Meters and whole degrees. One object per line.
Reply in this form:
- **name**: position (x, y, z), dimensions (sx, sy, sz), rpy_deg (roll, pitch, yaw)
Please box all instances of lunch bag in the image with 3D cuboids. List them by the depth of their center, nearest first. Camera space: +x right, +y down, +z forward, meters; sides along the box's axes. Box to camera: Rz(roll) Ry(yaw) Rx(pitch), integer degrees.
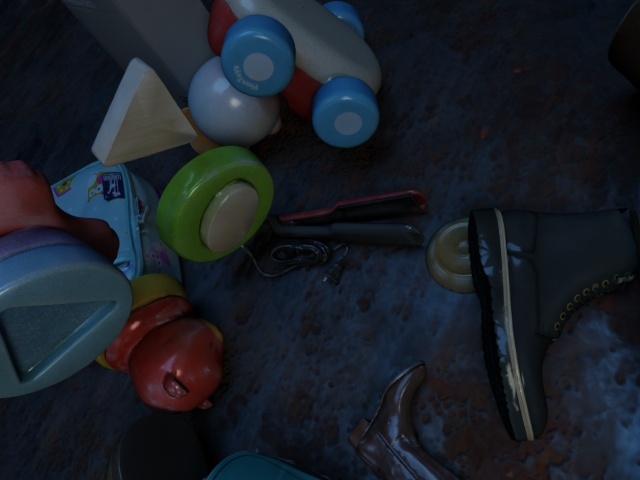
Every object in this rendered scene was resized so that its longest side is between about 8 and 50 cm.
- **lunch bag**: position (-0.313, 0.038, 0.656), dimensions (0.279, 0.108, 0.224), rpy_deg (-25, 57, 11)

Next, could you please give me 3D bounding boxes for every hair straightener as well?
- **hair straightener**: position (0.000, 0.000, 0.567), dimensions (0.230, 0.047, 0.089), rpy_deg (-3, 64, 24)

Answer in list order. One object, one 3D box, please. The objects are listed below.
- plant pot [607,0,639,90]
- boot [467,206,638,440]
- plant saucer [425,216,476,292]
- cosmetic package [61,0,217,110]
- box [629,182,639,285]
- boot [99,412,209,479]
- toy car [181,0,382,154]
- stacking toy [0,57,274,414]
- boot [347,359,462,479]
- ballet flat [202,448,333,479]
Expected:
- **plant pot**: position (0.377, -0.118, 0.376), dimensions (0.215, 0.215, 0.230), rpy_deg (-28, 71, 10)
- **boot**: position (0.205, 0.060, 0.434), dimensions (0.137, 0.077, 0.198), rpy_deg (-4, 74, 7)
- **plant saucer**: position (0.143, 0.010, 0.515), dimensions (0.083, 0.015, 0.083), rpy_deg (-11, 61, 20)
- **cosmetic package**: position (-0.203, -0.257, 0.676), dimensions (0.127, 0.238, 0.107), rpy_deg (21, 75, 32)
- **box**: position (0.280, 0.104, 0.374), dimensions (0.063, 0.067, 0.324), rpy_deg (-4, 65, 23)
- **boot**: position (-0.141, 0.321, 0.460), dimensions (0.115, 0.112, 0.305), rpy_deg (-41, 54, 38)
- **toy car**: position (-0.069, -0.179, 0.641), dimensions (0.238, 0.210, 0.219), rpy_deg (-42, 35, 36)
- **stacking toy**: position (-0.142, 0.032, 0.464), dimensions (0.279, 0.309, 0.130), rpy_deg (-48, 63, 0)
- **boot**: position (0.091, 0.176, 0.442), dimensions (0.114, 0.037, 0.106), rpy_deg (40, 98, 37)
- **ballet flat**: position (0.077, 0.277, 0.357), dimensions (0.409, 0.147, 0.147), rpy_deg (14, 72, 31)
